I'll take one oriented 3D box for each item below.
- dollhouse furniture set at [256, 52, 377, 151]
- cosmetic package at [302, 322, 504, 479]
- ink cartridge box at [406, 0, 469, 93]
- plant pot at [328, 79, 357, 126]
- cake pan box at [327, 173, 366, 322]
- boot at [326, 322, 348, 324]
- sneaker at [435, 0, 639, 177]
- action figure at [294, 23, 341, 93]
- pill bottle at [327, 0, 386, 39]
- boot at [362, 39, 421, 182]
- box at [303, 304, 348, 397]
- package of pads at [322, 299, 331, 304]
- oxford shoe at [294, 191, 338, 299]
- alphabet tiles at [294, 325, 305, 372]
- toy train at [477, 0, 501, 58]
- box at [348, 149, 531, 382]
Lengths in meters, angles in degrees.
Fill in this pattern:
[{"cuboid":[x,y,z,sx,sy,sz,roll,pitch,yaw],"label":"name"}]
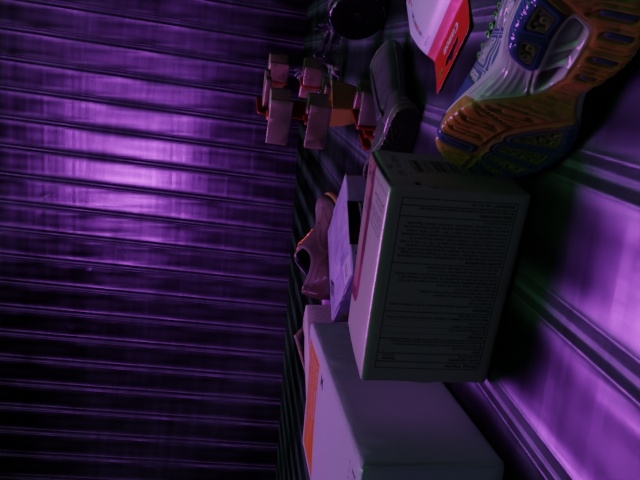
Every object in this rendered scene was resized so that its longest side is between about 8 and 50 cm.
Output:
[{"cuboid":[-0.004,-0.266,1.316,0.262,0.259,0.135,-98,16,-55],"label":"dollhouse furniture set"},{"cuboid":[0.080,0.293,0.885,0.453,0.161,0.230,-126,39,-77],"label":"cosmetic package"},{"cuboid":[0.164,-0.326,0.913,0.145,0.045,0.179,108,165,-65],"label":"ink cartridge box"},{"cuboid":[0.061,-0.321,1.506,0.081,0.083,0.081,113,158,-66],"label":"plant pot"},{"cuboid":[0.068,0.020,1.410,0.267,0.070,0.246,105,163,-58],"label":"cake pan box"},{"cuboid":[0.052,0.238,1.397,0.219,0.082,0.106,158,117,-79],"label":"boot"},{"cuboid":[0.190,-0.161,0.545,0.296,0.112,0.131,117,172,-68],"label":"sneaker"},{"cuboid":[-0.001,-0.471,1.822,0.164,0.141,0.276,-145,59,-67],"label":"action figure"},{"cuboid":[0.073,-0.547,1.358,0.123,0.123,0.219,105,166,-58],"label":"pill bottle"},{"cuboid":[0.113,-0.228,1.135,0.208,0.076,0.190,-104,32,-43],"label":"boot"},{"cuboid":[0.019,0.290,1.518,0.094,0.113,0.275,101,170,-49],"label":"box"},{"cuboid":[0.033,0.135,1.675,0.032,0.050,0.083,-100,15,-49],"label":"package of pads"},{"cuboid":[0.000,0.000,1.659,0.364,0.132,0.130,-95,11,-47],"label":"oxford shoe"},{"cuboid":[-0.009,0.335,1.660,0.198,0.009,0.237,-29,-77,-77],"label":"alphabet tiles"},{"cuboid":[0.199,-0.233,0.721,0.083,0.017,0.024,103,157,-53],"label":"toy train"},{"cuboid":[0.121,0.029,0.716,0.127,0.148,0.232,-103,17,-64],"label":"box"}]
